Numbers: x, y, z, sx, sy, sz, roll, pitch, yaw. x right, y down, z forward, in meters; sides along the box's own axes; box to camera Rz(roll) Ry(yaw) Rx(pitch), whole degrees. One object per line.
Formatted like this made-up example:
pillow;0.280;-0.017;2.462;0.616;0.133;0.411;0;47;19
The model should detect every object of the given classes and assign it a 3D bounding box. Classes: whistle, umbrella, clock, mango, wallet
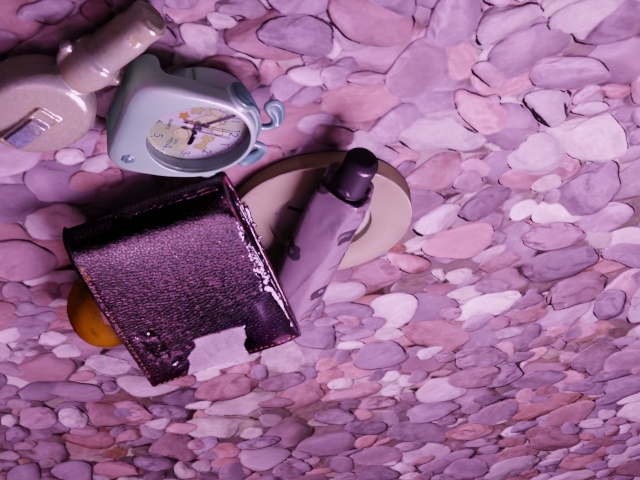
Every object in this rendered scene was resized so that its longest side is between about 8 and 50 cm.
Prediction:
whistle;-0.266;-0.166;1.385;0.258;0.067;0.126;-31;141;26
umbrella;0.000;0.000;1.632;0.073;0.067;0.337;24;141;-2
clock;0.000;-0.033;1.673;0.234;0.029;0.235;-4;145;-3
mango;-0.262;0.074;1.717;0.163;0.089;0.111;-36;128;25
clock;-0.139;-0.131;1.466;0.188;0.060;0.148;8;142;-24
wallet;-0.168;0.057;1.631;0.220;0.071;0.262;-20;124;7
